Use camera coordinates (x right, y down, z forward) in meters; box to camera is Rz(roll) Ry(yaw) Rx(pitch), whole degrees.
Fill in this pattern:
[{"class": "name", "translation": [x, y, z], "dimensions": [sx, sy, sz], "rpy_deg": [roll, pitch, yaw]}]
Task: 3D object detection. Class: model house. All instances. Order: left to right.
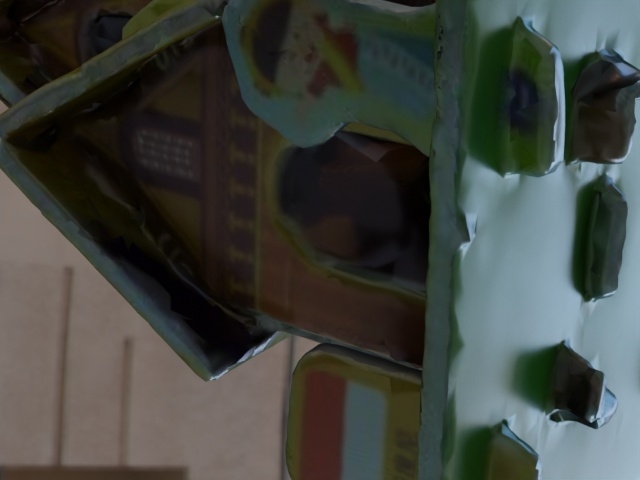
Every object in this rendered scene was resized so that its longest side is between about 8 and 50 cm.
[{"class": "model house", "translation": [0.000, 0.000, 0.601], "dimensions": [0.323, 0.300, 0.340], "rpy_deg": [17, -63, 33]}]
